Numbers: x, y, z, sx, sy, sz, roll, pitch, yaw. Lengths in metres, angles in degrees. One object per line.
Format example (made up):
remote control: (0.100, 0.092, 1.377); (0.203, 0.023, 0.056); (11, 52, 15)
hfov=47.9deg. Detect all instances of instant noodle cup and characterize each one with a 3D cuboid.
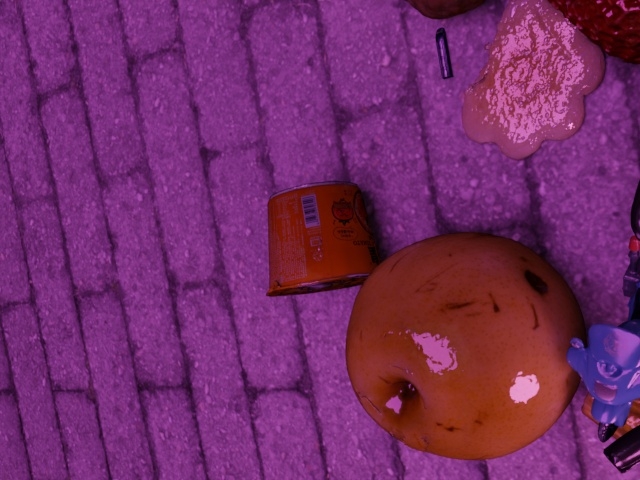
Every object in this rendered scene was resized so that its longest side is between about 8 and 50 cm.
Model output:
instant noodle cup: (0.000, 0.000, 1.249); (0.215, 0.216, 0.172); (-14, 80, 34)

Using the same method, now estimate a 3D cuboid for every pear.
pear: (0.208, 0.154, 1.065); (0.348, 0.348, 0.348); (5, 100, 33)

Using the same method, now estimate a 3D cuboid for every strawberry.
strawberry: (0.401, -0.347, 0.950); (0.244, 0.205, 0.205); (41, 119, 45)

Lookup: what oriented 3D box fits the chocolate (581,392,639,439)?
chocolate: (0.563, 0.316, 0.948); (0.445, 0.162, 0.162); (34, 114, 27)

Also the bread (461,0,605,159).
bread: (0.325, -0.245, 1.090); (0.182, 0.039, 0.251); (32, 113, 26)

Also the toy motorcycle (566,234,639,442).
toy motorcycle: (0.417, 0.123, 0.948); (0.123, 0.182, 0.272); (18, 62, 36)

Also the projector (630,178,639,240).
projector: (0.567, -0.065, 0.738); (0.395, 0.405, 0.242); (21, 107, 30)

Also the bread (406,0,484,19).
bread: (0.195, -0.451, 1.074); (0.230, 0.123, 0.230); (37, 138, 42)

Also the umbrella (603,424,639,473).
umbrella: (0.514, 0.189, 0.925); (0.340, 0.118, 0.118); (-36, 76, 5)

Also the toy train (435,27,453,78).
toy train: (0.200, -0.306, 1.176); (0.017, 0.017, 0.083); (-9, 91, 33)
